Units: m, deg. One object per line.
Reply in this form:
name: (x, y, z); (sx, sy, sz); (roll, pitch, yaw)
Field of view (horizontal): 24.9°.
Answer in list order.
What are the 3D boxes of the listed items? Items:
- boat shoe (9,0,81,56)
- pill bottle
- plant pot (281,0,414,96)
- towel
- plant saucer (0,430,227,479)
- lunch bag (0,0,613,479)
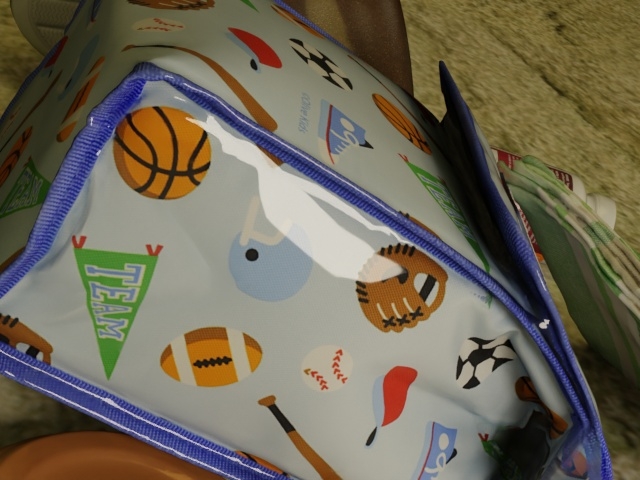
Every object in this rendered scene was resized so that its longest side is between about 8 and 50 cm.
boat shoe: (-0.165, -0.206, 1.322); (0.119, 0.121, 0.335); (32, 16, 33)
pill bottle: (0.177, -0.029, 1.269); (0.152, 0.086, 0.086); (18, 27, -10)
plant pot: (-0.009, -0.124, 1.199); (0.215, 0.215, 0.230); (6, 45, -30)
towel: (0.242, 0.099, 0.992); (0.325, 0.038, 0.248); (54, -3, 47)
plant saucer: (-0.102, 0.163, 0.752); (0.200, 0.037, 0.200); (18, 26, -9)
lunch bag: (0.000, 0.000, 0.915); (0.385, 0.239, 0.328); (32, 19, -19)
